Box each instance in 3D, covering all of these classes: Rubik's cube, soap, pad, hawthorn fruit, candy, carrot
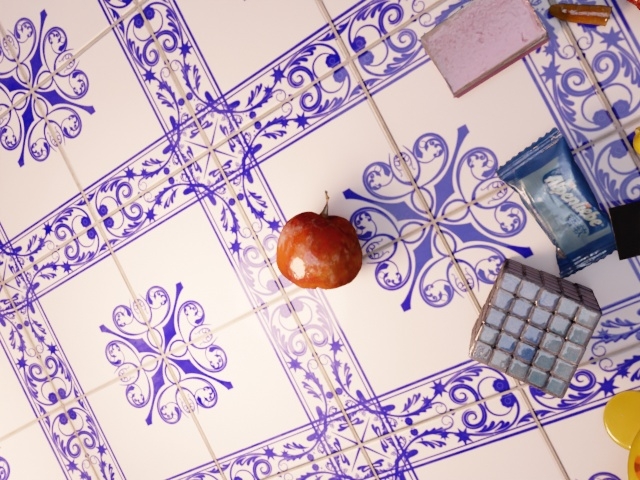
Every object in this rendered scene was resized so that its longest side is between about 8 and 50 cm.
[{"bbox_3d":[0.511,0.200,1.418,0.237,0.238,0.237,22,103,15],"label":"Rubik's cube"},{"bbox_3d":[0.401,-0.495,1.439,0.259,0.081,0.181,-32,86,22],"label":"soap"},{"bbox_3d":[0.776,-0.035,1.370,0.190,0.004,0.127,-13,93,-6],"label":"pad"},{"bbox_3d":[0.000,0.000,1.586,0.242,0.242,0.271,3,91,19],"label":"hawthorn fruit"},{"bbox_3d":[0.580,-0.087,1.415,0.187,0.077,0.331,-35,88,25],"label":"candy"},{"bbox_3d":[0.610,-0.535,1.380,0.139,0.048,0.048,13,102,20],"label":"carrot"}]

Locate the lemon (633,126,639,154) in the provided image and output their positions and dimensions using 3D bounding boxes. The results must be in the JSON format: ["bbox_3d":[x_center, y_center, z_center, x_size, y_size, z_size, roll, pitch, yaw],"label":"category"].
[{"bbox_3d":[0.772,-0.225,1.346,0.111,0.082,0.082,39,108,7],"label":"lemon"}]

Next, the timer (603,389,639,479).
[{"bbox_3d":[0.838,0.536,1.318,0.387,0.376,0.376,-10,95,43],"label":"timer"}]

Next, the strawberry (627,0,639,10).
[{"bbox_3d":[0.761,-0.599,1.206,0.220,0.274,0.274,42,111,36],"label":"strawberry"}]
